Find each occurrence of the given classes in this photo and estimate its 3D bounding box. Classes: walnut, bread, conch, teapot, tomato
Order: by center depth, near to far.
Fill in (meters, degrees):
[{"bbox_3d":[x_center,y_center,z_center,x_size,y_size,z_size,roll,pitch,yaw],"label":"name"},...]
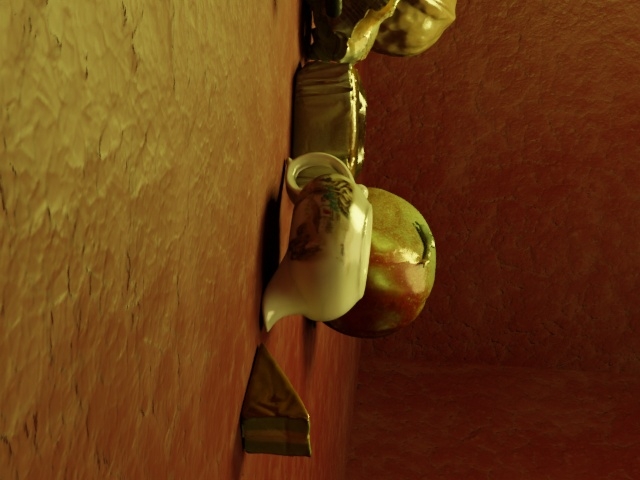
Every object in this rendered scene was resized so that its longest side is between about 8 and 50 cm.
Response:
[{"bbox_3d":[-0.047,0.199,1.175,0.139,0.084,0.074,-80,170,-56],"label":"bread"},{"bbox_3d":[0.000,0.000,1.298,0.204,0.139,0.298,84,13,-51],"label":"teapot"},{"bbox_3d":[0.019,-0.183,1.505,0.192,0.110,0.209,-47,141,-82],"label":"bread"},{"bbox_3d":[0.065,-0.381,1.516,0.163,0.245,0.178,40,20,-33],"label":"conch"},{"bbox_3d":[0.104,0.051,1.835,0.303,0.239,0.303,5,90,-88],"label":"tomato"},{"bbox_3d":[0.160,-0.518,1.922,0.227,0.273,0.273,107,-11,-69],"label":"walnut"}]

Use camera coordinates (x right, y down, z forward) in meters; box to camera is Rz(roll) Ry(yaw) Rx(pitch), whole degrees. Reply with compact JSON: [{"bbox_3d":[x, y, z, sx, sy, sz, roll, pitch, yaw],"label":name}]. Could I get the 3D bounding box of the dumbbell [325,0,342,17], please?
[{"bbox_3d":[0.011,-0.408,1.117,0.325,0.143,0.143,87,8,-49],"label":"dumbbell"}]
